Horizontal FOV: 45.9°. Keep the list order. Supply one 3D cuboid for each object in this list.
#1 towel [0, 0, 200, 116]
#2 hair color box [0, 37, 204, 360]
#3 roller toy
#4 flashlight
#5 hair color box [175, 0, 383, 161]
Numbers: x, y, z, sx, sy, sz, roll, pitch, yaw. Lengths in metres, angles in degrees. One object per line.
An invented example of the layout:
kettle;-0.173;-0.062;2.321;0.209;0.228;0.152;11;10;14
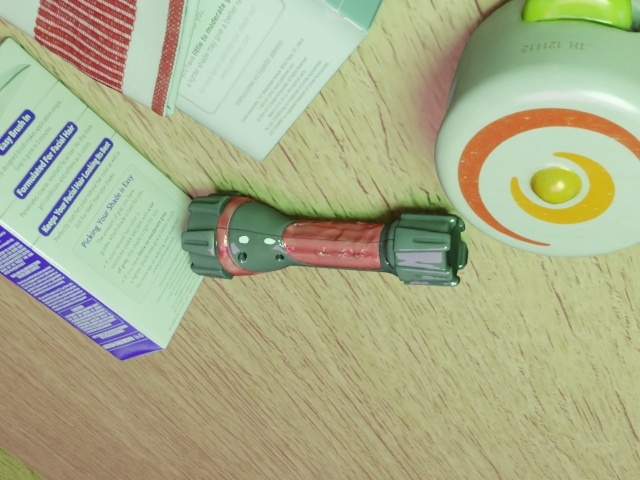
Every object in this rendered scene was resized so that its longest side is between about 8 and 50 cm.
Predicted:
towel;-0.215;-0.243;0.480;0.329;0.037;0.237;33;140;5
hair color box;-0.286;-0.036;0.858;0.110;0.185;0.339;-19;126;42
roller toy;0.194;-0.084;0.596;0.209;0.146;0.191;37;140;-19
flashlight;0.000;0.000;0.831;0.304;0.103;0.103;3;128;23
hair color box;-0.147;-0.244;0.601;0.374;0.114;0.185;32;140;-13
